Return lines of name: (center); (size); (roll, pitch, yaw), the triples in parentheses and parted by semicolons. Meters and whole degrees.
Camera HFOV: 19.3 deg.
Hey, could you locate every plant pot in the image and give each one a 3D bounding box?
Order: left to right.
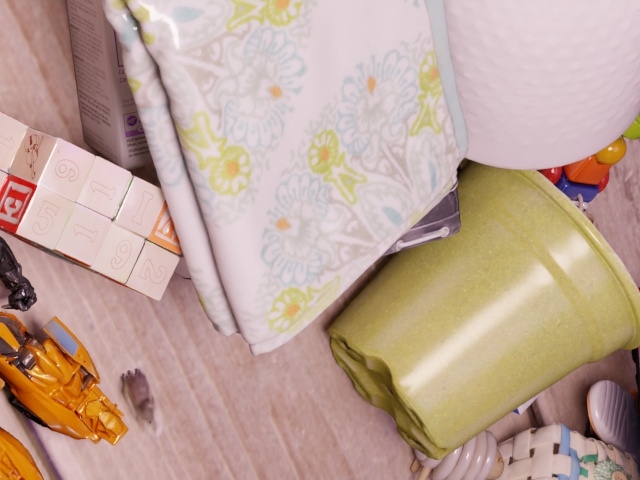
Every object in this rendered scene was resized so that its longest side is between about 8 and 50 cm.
plant pot: (0.155, 0.082, 1.971); (0.254, 0.276, 0.276); (-39, 129, -12)

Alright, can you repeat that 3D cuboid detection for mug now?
mug: (0.187, -0.304, 1.792); (0.276, 0.374, 0.328); (-18, 154, -10)

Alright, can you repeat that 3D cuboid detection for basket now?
basket: (0.306, 0.368, 2.193); (0.289, 0.201, 0.255); (42, 42, -35)

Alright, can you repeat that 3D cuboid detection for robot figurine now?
robot figurine: (-0.299, 0.120, 1.652); (0.211, 0.085, 0.291); (-53, 133, -18)

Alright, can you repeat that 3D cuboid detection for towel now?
towel: (-0.010, -0.130, 1.614); (0.320, 0.090, 0.374); (-42, 130, -35)

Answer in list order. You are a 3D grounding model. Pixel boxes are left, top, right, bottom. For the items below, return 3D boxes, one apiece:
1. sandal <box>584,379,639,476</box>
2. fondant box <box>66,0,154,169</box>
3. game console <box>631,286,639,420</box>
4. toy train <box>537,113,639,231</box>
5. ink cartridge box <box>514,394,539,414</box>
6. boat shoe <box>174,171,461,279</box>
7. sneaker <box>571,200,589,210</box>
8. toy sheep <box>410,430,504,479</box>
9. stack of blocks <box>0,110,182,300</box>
sandal: (0.354, 0.227, 2.313); (0.265, 0.076, 0.102); (35, 50, -56)
fondant box: (-0.102, -0.251, 1.667); (0.238, 0.096, 0.330); (-15, 116, -24)
game console: (0.412, 0.282, 2.200); (0.342, 0.060, 0.386); (-79, 156, -44)
toy train: (0.303, -0.097, 2.021); (0.105, 0.248, 0.143); (5, 145, -44)
ink cartridge box: (0.252, 0.103, 2.159); (0.207, 0.097, 0.046); (-43, 130, -25)
boat shoe: (0.000, 0.000, 1.839); (0.301, 0.108, 0.102); (-20, 113, -20)
sneaker: (0.248, -0.081, 2.130); (0.170, 0.068, 0.071); (19, 75, -54)
toy sheep: (0.148, 0.238, 2.120); (0.132, 0.091, 0.091); (20, 90, -20)
stack of blocks: (-0.265, -0.057, 1.562); (0.297, 0.171, 0.087); (29, 84, -44)
